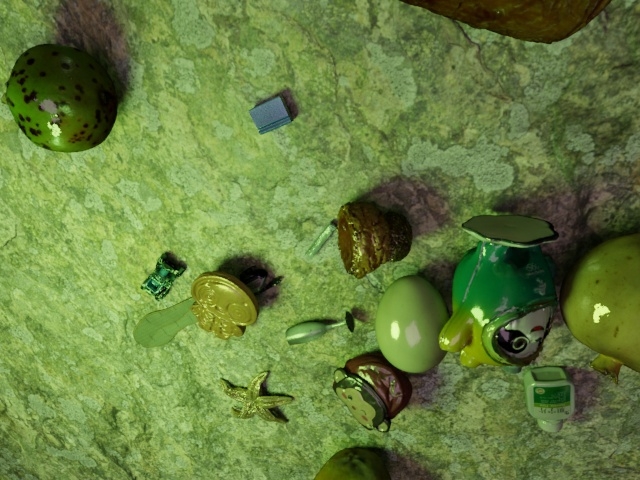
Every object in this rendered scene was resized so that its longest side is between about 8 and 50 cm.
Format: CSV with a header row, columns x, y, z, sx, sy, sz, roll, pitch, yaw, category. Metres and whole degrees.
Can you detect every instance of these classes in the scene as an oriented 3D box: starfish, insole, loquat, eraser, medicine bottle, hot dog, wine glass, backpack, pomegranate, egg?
x,y,z,sx,sy,sz,roll,pitch,yaw,category
-0.208,0.523,1.378,0.277,0.062,0.235,37,112,-3,starfish
-0.472,0.260,1.315,0.348,0.009,0.119,-26,108,22,insole
0.099,0.818,1.347,0.276,0.276,0.283,7,101,8,loquat
-0.113,-0.287,0.955,0.085,0.027,0.063,-18,112,19,eraser
0.628,0.437,1.145,0.119,0.069,0.183,-9,115,13,medicine bottle
0.275,-0.457,0.656,0.388,0.174,0.267,17,162,-2,hot dog
-0.004,0.252,1.188,0.198,0.066,0.066,-18,111,22,wine glass
0.157,0.423,1.201,0.229,0.139,0.229,8,109,25,backpack
0.667,0.147,0.867,0.319,0.319,0.319,5,117,9,pomegranate
-0.600,-0.300,0.947,0.286,0.231,0.231,-16,112,30,pomegranate
0.230,0.208,1.042,0.189,0.188,0.253,-3,111,13,egg

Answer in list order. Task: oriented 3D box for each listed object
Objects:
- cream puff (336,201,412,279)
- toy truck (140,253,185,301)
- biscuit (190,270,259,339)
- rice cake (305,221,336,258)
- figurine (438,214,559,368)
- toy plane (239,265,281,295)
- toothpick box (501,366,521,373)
x,y,z,sx,sy,sz,roll,pitch,yaw,category
0.137,-0.008,0.987,0.169,0.183,0.183,-8,117,-10,cream puff
-0.467,0.119,1.205,0.080,0.078,0.154,39,118,-7,toy truck
-0.280,0.193,1.174,0.202,0.044,0.288,31,132,-5,biscuit
0.000,0.000,1.080,0.022,0.021,0.121,30,118,-16,rice cake
0.408,0.124,0.948,0.324,0.231,0.340,-9,111,-23,figurine
-0.208,0.135,1.176,0.197,0.053,0.078,-34,114,20,toy plane
0.513,0.307,1.112,0.052,0.052,0.083,0,115,12,toothpick box
